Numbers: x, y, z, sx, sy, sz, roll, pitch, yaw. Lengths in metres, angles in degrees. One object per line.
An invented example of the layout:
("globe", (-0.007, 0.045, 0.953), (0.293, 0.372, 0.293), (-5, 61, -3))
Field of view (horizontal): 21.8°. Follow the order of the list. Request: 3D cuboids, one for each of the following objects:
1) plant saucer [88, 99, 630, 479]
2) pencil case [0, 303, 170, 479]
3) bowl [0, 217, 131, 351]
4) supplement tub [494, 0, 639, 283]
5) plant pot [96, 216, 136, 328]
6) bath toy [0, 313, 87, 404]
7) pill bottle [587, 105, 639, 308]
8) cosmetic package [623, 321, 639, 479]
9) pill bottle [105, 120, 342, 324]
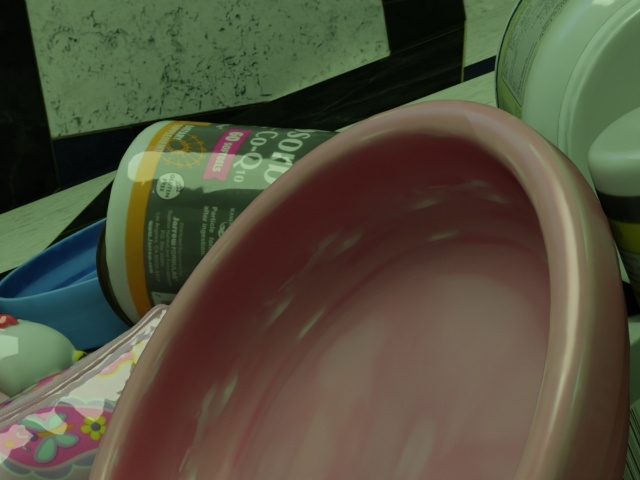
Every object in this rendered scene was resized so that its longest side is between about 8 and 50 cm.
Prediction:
("plant saucer", (0.015, 0.099, 0.737), (0.332, 0.084, 0.332), (-36, 38, 34))
("pencil case", (-0.181, 0.149, 1.096), (0.284, 0.124, 0.124), (-30, 14, -25))
("bowl", (-0.158, 0.012, 1.802), (0.391, 0.077, 0.391), (-21, 12, 5))
("supplement tub", (0.248, -0.094, 1.141), (0.235, 0.235, 0.325), (-21, 12, 5))
("plant pot", (-0.102, 0.037, 1.410), (0.167, 0.167, 0.165), (-23, 19, -4))
("bath toy", (-0.301, 0.138, 1.265), (0.129, 0.151, 0.348), (16, 20, 14))
("pill bottle", (0.200, 0.037, 0.696), (0.119, 0.208, 0.119), (-21, 12, 5))
("cosmetic package", (0.072, 0.111, 0.872), (0.127, 0.107, 0.238), (-30, 11, -32))
("pill bottle", (0.000, 0.000, 1.200), (0.279, 0.162, 0.162), (5, 21, 18))
